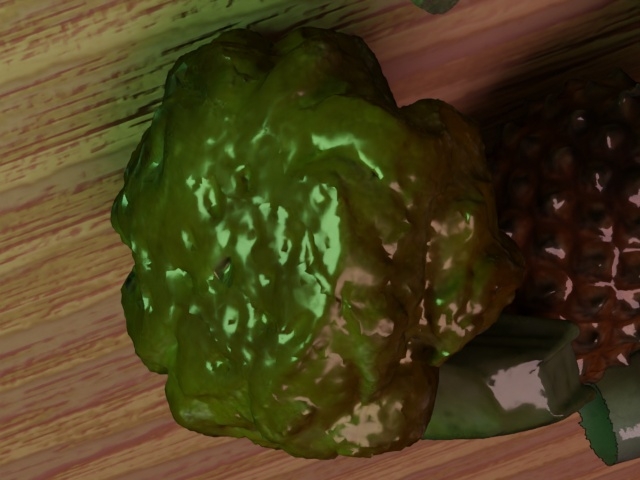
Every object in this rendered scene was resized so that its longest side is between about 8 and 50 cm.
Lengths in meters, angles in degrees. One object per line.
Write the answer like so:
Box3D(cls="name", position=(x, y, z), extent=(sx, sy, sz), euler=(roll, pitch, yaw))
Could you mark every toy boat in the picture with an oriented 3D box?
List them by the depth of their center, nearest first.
Box3D(cls="toy boat", position=(0.024, 0.083, 1.110), extent=(0.293, 0.055, 0.093), euler=(1, 125, 31))

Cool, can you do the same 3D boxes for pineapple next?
Box3D(cls="pineapple", position=(0.213, -0.062, 1.075), extent=(0.175, 0.175, 0.361), euler=(15, 130, -38))

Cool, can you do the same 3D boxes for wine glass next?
Box3D(cls="wine glass", position=(0.305, 0.114, 1.398), extent=(0.202, 0.093, 0.093), euler=(-14, 142, -11))

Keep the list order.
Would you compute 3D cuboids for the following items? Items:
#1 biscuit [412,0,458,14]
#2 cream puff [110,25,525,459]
Box3D(cls="biscuit", position=(0.039, -0.198, 0.931), extent=(0.121, 0.040, 0.199), euler=(-40, 140, 25))
Box3D(cls="cream puff", position=(-0.008, 0.001, 0.982), extent=(0.196, 0.244, 0.244), euler=(15, 130, -24))
